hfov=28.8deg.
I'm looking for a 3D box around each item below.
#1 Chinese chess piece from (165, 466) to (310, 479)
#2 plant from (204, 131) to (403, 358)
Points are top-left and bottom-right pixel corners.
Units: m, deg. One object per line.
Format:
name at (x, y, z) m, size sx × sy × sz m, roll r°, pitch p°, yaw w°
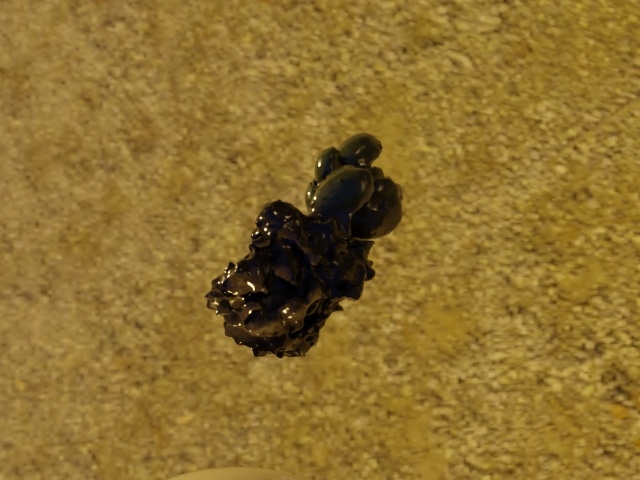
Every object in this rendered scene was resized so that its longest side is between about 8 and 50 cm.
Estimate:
Chinese chess piece at (-0.059, 0.265, 0.817) m, size 0.097 × 0.251 × 0.250 m, roll -117°, pitch 47°, yaw -63°
plant at (0.000, 0.000, 0.730) m, size 0.087 × 0.174 × 0.085 m, roll -5°, pitch 125°, yaw 41°
